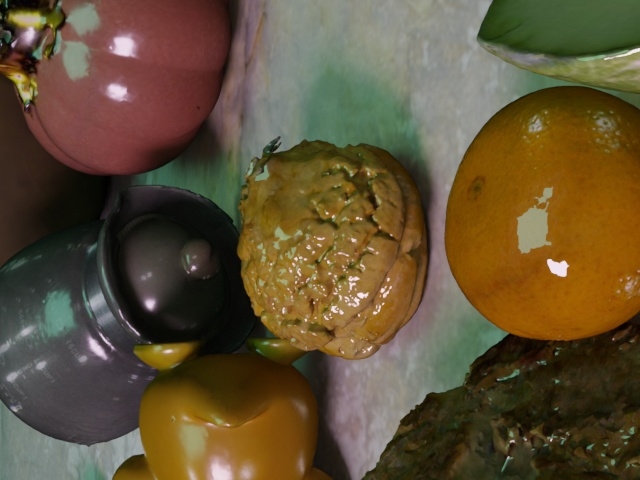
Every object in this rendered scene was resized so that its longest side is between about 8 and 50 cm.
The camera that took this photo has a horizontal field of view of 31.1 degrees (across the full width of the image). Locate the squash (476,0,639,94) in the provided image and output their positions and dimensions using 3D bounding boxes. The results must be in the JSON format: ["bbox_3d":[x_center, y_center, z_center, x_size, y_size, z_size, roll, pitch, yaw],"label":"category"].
[{"bbox_3d":[0.207,-0.148,0.483,0.189,0.260,0.189,-8,81,62],"label":"squash"}]

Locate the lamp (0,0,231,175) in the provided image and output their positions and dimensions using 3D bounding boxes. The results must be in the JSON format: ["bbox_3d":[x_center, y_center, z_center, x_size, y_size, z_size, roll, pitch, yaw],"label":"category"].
[{"bbox_3d":[-0.231,-0.217,1.210,0.305,0.240,0.305,-10,78,58],"label":"lamp"}]

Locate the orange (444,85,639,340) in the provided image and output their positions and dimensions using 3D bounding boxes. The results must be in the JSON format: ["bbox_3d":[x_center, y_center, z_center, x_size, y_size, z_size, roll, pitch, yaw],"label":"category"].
[{"bbox_3d":[0.147,-0.015,0.693,0.156,0.124,0.156,-54,26,41],"label":"orange"}]

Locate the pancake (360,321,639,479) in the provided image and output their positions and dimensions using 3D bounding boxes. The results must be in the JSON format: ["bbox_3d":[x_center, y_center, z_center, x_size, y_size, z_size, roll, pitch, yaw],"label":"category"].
[{"bbox_3d":[0.118,0.176,0.630,0.356,0.065,0.356,-34,27,20],"label":"pancake"}]

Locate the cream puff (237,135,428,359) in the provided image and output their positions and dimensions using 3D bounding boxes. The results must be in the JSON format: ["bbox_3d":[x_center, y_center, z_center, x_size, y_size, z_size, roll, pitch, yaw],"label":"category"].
[{"bbox_3d":[0.000,0.000,0.922,0.189,0.129,0.189,-9,78,54],"label":"cream puff"}]

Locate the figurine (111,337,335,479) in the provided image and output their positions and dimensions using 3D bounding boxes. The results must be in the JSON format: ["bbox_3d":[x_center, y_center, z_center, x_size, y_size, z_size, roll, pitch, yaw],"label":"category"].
[{"bbox_3d":[-0.075,0.196,0.965,0.215,0.215,0.228,29,126,56],"label":"figurine"}]

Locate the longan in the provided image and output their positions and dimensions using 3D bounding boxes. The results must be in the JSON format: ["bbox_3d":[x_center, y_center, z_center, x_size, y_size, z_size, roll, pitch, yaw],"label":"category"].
[{"bbox_3d":[-0.435,-0.145,1.446,0.336,0.404,0.404,-35,47,6],"label":"longan"}]

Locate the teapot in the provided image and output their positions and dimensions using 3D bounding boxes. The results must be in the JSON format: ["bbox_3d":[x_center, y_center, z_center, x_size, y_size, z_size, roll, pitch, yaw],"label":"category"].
[{"bbox_3d":[-0.182,0.098,1.127,0.285,0.223,0.305,-33,56,44],"label":"teapot"}]
